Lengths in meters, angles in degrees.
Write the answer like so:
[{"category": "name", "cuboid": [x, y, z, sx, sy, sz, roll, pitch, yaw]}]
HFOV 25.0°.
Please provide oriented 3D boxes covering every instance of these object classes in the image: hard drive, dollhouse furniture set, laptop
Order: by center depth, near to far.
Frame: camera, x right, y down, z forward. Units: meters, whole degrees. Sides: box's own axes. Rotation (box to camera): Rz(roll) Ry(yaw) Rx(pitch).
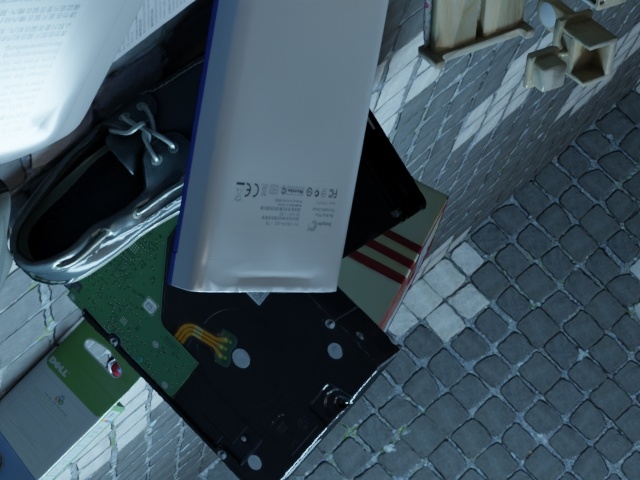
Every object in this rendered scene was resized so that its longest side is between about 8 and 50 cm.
[{"category": "hard drive", "cuboid": [-0.033, -0.111, 1.334, 0.210, 0.040, 0.318, 3, 100, -51]}, {"category": "laptop", "cuboid": [-0.019, -0.090, 1.537, 0.137, 0.234, 0.264, -31, 180, 15]}, {"category": "hard drive", "cuboid": [-0.106, 0.081, 1.550, 0.237, 0.339, 0.064, -53, 168, 30]}, {"category": "dollhouse furniture set", "cuboid": [0.173, -0.304, 1.691, 0.356, 0.174, 0.303, -20, 134, -24]}]

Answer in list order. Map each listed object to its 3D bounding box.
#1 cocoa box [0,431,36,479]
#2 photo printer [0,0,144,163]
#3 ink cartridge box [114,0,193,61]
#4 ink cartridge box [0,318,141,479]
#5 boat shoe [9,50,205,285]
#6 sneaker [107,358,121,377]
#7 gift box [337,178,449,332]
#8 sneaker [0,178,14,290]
[{"category": "cocoa box", "cuboid": [-0.368, 0.284, 1.249, 0.231, 0.347, 0.228, -35, 176, -35]}, {"category": "photo printer", "cuboid": [-0.221, -0.151, 0.845, 0.256, 0.107, 0.307, -13, 149, -43]}, {"category": "ink cartridge box", "cuboid": [-0.100, -0.255, 1.100, 0.311, 0.065, 0.186, -43, 168, -19]}, {"category": "ink cartridge box", "cuboid": [-0.320, 0.204, 1.802, 0.209, 0.109, 0.062, -45, 169, -1]}, {"category": "boat shoe", "cuboid": [-0.166, -0.075, 1.364, 0.319, 0.116, 0.099, -40, 172, 4]}, {"category": "sneaker", "cuboid": [-0.256, 0.160, 2.032, 0.118, 0.042, 0.067, -50, 171, 32]}, {"category": "gift box", "cuboid": [0.000, 0.000, 1.866, 0.276, 0.258, 0.255, -61, 174, -25]}, {"category": "sneaker", "cuboid": [-0.321, 0.041, 1.281, 0.108, 0.100, 0.271, -43, 169, -35]}]
